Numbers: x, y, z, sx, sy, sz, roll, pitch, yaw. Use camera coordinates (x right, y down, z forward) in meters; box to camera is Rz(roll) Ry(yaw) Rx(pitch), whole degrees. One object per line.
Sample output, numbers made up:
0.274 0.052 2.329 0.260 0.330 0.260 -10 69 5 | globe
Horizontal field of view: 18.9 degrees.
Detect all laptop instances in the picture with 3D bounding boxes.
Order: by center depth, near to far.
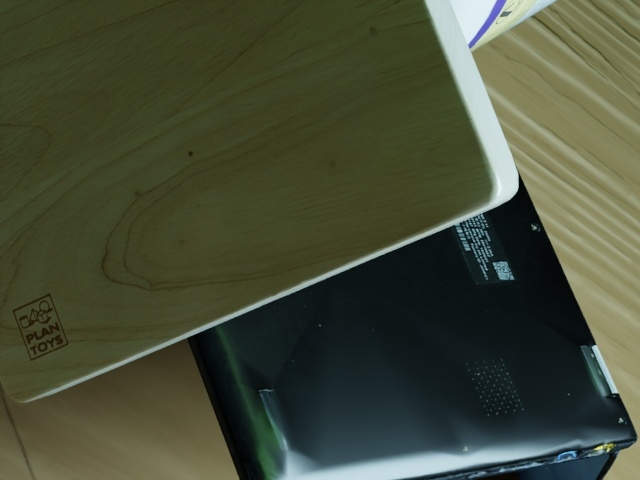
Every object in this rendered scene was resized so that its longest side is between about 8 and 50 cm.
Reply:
0.000 0.000 1.135 0.408 0.236 0.382 -4 63 -41 | laptop

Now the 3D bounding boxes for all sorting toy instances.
-0.059 -0.094 0.834 0.089 0.257 0.255 -13 81 -61 | sorting toy

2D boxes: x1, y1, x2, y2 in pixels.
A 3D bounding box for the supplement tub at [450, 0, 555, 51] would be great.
0.063 -0.227 0.998 0.241 0.241 0.331 54 43 1 | supplement tub
